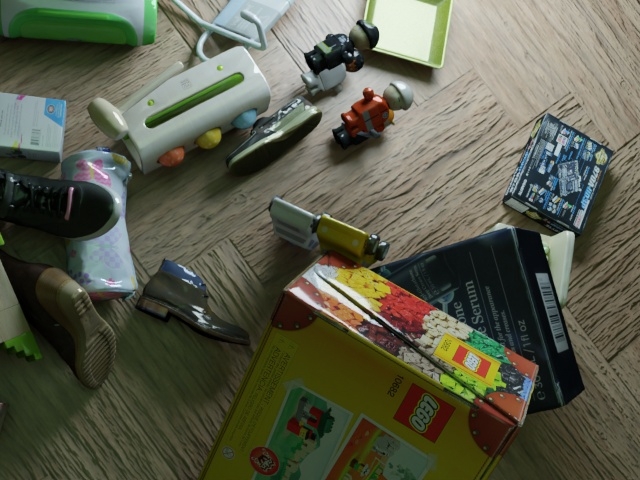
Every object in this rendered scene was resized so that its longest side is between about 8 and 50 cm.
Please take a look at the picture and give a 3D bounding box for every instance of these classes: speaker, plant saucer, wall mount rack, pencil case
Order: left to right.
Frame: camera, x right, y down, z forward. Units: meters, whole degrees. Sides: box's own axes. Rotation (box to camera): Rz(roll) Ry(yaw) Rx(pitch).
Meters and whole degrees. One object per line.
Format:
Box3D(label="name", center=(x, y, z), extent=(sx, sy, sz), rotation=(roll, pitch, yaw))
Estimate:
Box3D(label="speaker", center=(-0.460, -0.434, 1.603), extent=(0.296, 0.131, 0.131), rotation=(1, 77, -14))
Box3D(label="pencil case", center=(-0.397, -0.024, 1.533), extent=(0.124, 0.113, 0.273), rotation=(5, 74, -39))
Box3D(label="wall mount rack", center=(-0.173, -0.524, 1.704), extent=(0.304, 0.130, 0.350), rotation=(27, 68, 24))
Box3D(label="plant saucer", center=(0.179, -0.462, 1.816), extent=(0.188, 0.045, 0.188), rotation=(14, 75, -11))

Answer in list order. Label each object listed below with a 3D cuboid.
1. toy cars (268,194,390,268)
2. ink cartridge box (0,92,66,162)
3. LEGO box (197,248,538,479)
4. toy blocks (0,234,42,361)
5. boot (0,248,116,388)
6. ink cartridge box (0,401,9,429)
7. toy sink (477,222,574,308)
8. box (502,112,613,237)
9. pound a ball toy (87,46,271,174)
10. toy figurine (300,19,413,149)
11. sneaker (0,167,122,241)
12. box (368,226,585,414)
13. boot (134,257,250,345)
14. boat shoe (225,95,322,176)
Box3D(label="toy cars", center=(0.000, 0.000, 1.496), extent=(0.176, 0.393, 0.087), rotation=(25, 89, -26))
Box3D(label="ink cartridge box", center=(-0.562, -0.209, 1.559), extent=(0.181, 0.061, 0.104), rotation=(6, 75, -13))
Box3D(label="LEGO box", center=(0.045, 0.329, 1.329), extent=(0.372, 0.193, 0.500), rotation=(30, 115, 10))
Box3D(label="toy blocks", center=(-0.641, 0.066, 1.330), extent=(0.261, 0.190, 0.381), rotation=(-25, 95, -38))
Box3D(label="boot", center=(-0.465, 0.132, 1.480), extent=(0.206, 0.248, 0.090), rotation=(20, 44, 26))
Box3D(label="ink cartridge box", center=(-0.625, 0.273, 1.402), extent=(0.198, 0.115, 0.067), rotation=(16, 75, -11))
Box3D(label="toy sink", center=(0.364, 0.062, 1.642), extent=(0.131, 0.234, 0.153), rotation=(15, 75, -11))
Box3D(label="box", center=(0.507, -0.138, 1.821), extent=(0.175, 0.051, 0.220), rotation=(28, 72, -7))
Box3D(label="pound a ball toy", center=(-0.246, -0.230, 1.560), extent=(0.319, 0.208, 0.136), rotation=(-30, 85, -15))
Box3D(label="toy figurine", center=(0.071, -0.300, 1.664), extent=(0.148, 0.209, 0.213), rotation=(-31, 86, -7))
Box3D(label="sneaker", center=(-0.479, -0.064, 1.425), extent=(0.295, 0.147, 0.105), rotation=(7, 85, 28))
Box3D(label="box", center=(0.212, 0.172, 1.487), extent=(0.395, 0.212, 0.294), rotation=(-19, 80, 25))
Box3D(label="boot", center=(-0.217, 0.115, 1.562), extent=(0.219, 0.082, 0.106), rotation=(22, 75, -7))
Box3D(label="boat shoe", center=(-0.100, -0.207, 1.674), extent=(0.223, 0.080, 0.073), rotation=(-35, 68, -18))
